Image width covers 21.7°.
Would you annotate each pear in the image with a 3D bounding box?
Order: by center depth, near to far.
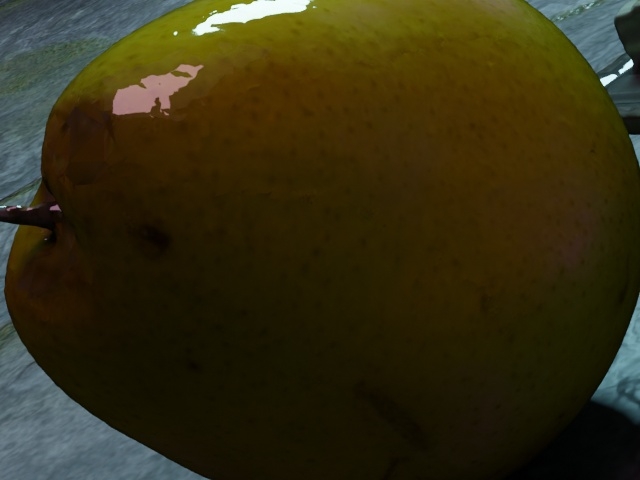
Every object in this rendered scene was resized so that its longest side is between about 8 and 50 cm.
[{"bbox_3d":[0.004,-0.011,0.818,0.285,0.336,0.285,-29,41,29],"label":"pear"}]

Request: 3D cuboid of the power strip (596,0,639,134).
[{"bbox_3d":[0.278,-0.150,1.007,0.257,0.092,0.251,-34,24,-23],"label":"power strip"}]
